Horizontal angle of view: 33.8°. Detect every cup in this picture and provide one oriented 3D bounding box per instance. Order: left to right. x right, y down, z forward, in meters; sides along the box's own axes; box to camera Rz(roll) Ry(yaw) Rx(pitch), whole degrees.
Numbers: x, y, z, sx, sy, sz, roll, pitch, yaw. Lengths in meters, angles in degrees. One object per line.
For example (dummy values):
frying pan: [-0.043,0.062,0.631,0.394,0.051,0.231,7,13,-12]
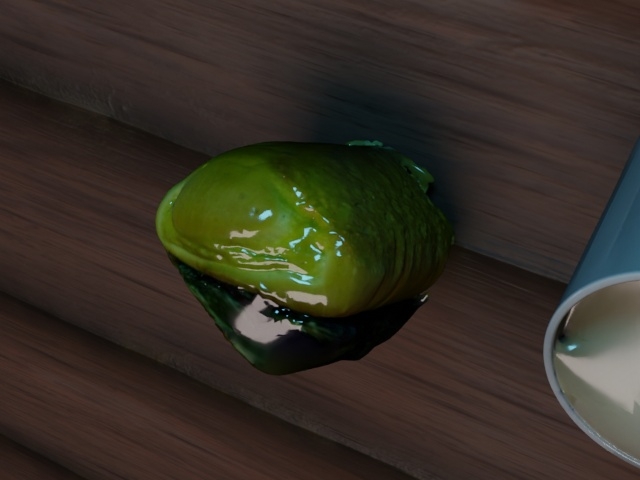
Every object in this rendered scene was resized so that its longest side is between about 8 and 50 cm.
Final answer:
cup: [0.395,0.046,0.936,0.323,0.327,0.237,37,138,3]

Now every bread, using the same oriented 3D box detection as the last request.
bread: [0.000,0.000,1.154,0.251,0.376,0.208,48,112,15]
